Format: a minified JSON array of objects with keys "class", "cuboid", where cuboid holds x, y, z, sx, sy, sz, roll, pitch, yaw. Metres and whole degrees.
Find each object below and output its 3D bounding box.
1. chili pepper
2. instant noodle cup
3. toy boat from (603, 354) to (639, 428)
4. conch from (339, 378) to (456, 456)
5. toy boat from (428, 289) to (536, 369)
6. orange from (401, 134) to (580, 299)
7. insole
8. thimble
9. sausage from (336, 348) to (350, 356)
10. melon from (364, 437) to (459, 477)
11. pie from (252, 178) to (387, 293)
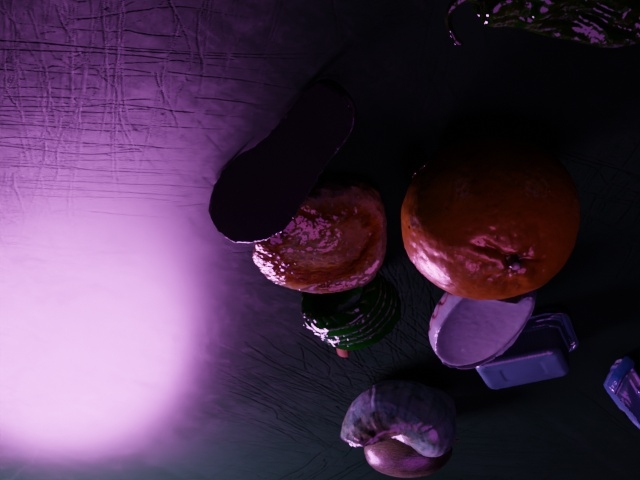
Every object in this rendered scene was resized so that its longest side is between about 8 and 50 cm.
[{"class":"chili pepper","cuboid":[0.254,-0.243,1.394,0.257,0.074,0.100,6,148,-19]},{"class":"instant noodle cup","cuboid":[0.315,0.176,2.128,0.179,0.070,0.157,-14,150,14]},{"class":"toy boat","cuboid":[0.539,0.243,2.275,0.102,0.088,0.215,-45,142,0]},{"class":"conch","cuboid":[0.142,0.297,2.263,0.188,0.122,0.176,14,153,-23]},{"class":"toy boat","cuboid":[0.234,0.106,2.009,0.134,0.079,0.208,8,137,-17]},{"class":"orange","cuboid":[0.208,-0.024,1.659,0.219,0.193,0.219,7,138,6]},{"class":"insole","cuboid":[-0.049,-0.088,1.627,0.012,0.110,0.309,-31,167,-44]},{"class":"thimble","cuboid":[0.041,0.090,1.899,0.130,0.118,0.090,-34,138,13]},{"class":"sausage","cuboid":[0.031,0.150,2.090,0.026,0.026,0.116,-6,151,3]},{"class":"melon","cuboid":[0.159,0.359,2.373,0.167,0.114,0.114,-5,150,6]},{"class":"pie","cuboid":[0.000,0.000,1.769,0.178,0.084,0.205,-5,147,1]}]
